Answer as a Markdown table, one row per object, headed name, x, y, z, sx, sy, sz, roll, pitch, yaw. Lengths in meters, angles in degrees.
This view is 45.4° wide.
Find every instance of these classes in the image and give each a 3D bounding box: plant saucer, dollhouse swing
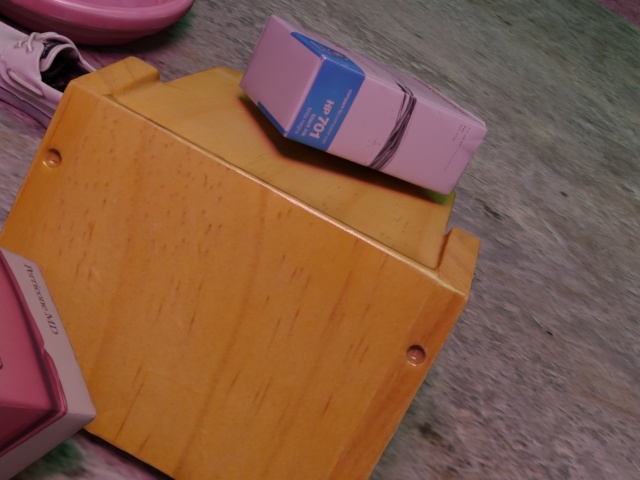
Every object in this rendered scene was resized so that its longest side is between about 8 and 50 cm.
| name | x | y | z | sx | sy | sz | roll | pitch | yaw |
| --- | --- | --- | --- | --- | --- | --- | --- | --- | --- |
| plant saucer | -0.331 | -0.368 | 1.013 | 0.332 | 0.084 | 0.332 | 19 | 41 | -17 |
| dollhouse swing | -0.063 | 0.018 | 0.731 | 0.347 | 0.315 | 0.305 | 28 | 8 | 2 |

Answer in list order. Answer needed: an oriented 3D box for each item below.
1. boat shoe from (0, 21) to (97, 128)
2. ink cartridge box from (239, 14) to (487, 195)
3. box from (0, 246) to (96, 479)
| name | x | y | z | sx | sy | sz | roll | pitch | yaw |
| --- | --- | --- | --- | --- | --- | --- | --- | --- | --- |
| boat shoe | -0.299 | -0.182 | 0.837 | 0.267 | 0.088 | 0.096 | 40 | 40 | 9 |
| ink cartridge box | 0.039 | -0.127 | 0.722 | 0.191 | 0.082 | 0.139 | 18 | 20 | -32 |
| box | -0.274 | 0.068 | 0.471 | 0.148 | 0.127 | 0.232 | 59 | 6 | 25 |
